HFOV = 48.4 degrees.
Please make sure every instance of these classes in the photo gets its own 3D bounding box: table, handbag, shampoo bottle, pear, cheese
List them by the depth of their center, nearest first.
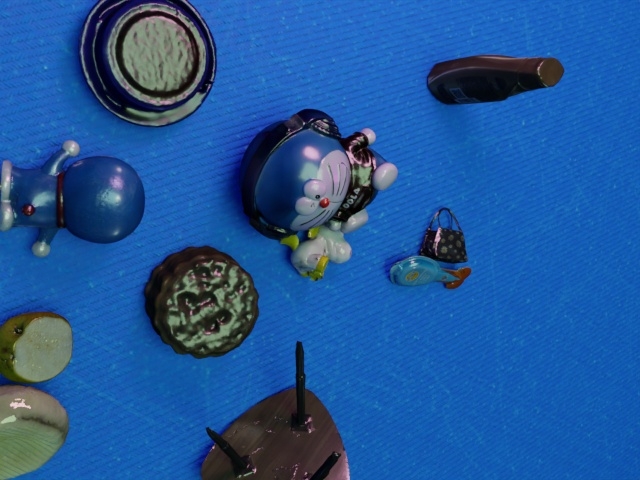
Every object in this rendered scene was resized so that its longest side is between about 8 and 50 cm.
[{"bbox_3d":[-0.529,0.189,1.294,0.141,0.104,0.141,-23,119,-50],"label":"pear"},{"bbox_3d":[-0.061,0.398,1.424,0.317,0.317,0.249,-29,147,-25],"label":"table"},{"bbox_3d":[0.391,-0.368,1.620,0.125,0.350,0.084,38,77,-28],"label":"shampoo bottle"},{"bbox_3d":[0.273,0.083,1.774,0.256,0.037,0.106,9,132,-34],"label":"cheese"},{"bbox_3d":[0.313,-0.014,1.793,0.115,0.072,0.139,10,78,-29],"label":"handbag"}]

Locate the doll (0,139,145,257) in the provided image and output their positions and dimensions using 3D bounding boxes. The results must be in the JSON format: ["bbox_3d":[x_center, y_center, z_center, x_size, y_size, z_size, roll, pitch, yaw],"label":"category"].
[{"bbox_3d":[-0.451,-0.072,1.291,0.257,0.161,0.215,5,108,-15],"label":"doll"}]

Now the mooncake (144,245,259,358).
[{"bbox_3d":[-0.236,0.126,1.446,0.228,0.124,0.228,-4,99,-29],"label":"mooncake"}]

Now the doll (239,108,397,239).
[{"bbox_3d":[-0.023,-0.132,1.482,0.310,0.240,0.284,-8,128,-45],"label":"doll"}]

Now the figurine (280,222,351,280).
[{"bbox_3d":[0.006,0.005,1.598,0.178,0.109,0.129,-34,90,-26],"label":"figurine"}]

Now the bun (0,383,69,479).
[{"bbox_3d":[-0.570,0.331,1.275,0.222,0.127,0.222,-18,138,-18],"label":"bun"}]

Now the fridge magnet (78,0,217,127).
[{"bbox_3d":[-0.318,-0.347,1.341,0.265,0.113,0.265,-5,100,-29],"label":"fridge magnet"}]
